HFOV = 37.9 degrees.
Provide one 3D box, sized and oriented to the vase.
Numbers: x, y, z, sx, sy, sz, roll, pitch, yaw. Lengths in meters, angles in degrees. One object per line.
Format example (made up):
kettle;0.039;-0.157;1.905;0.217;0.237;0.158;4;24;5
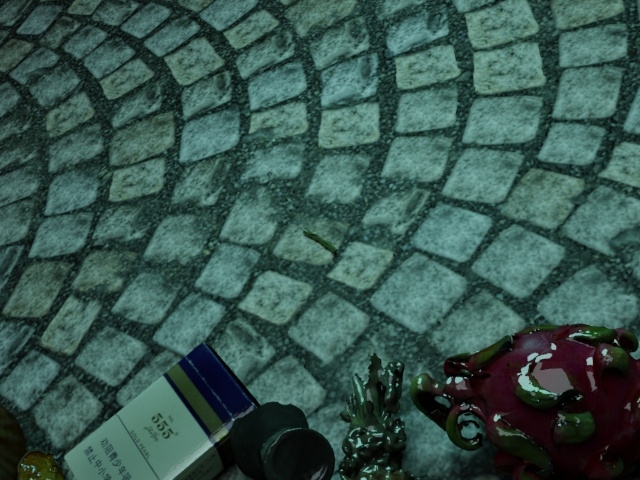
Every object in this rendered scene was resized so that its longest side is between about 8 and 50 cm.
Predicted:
vase;-0.042;0.254;1.113;0.115;0.115;0.237;-42;3;-12

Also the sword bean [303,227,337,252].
sword bean;0.000;0.000;1.469;0.012;0.012;0.083;-44;46;-14

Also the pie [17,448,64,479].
pie;-0.377;0.354;1.295;0.033;0.088;0.191;-50;45;12

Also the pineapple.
pineapple;0.069;0.296;1.082;0.175;0.175;0.361;-10;46;19

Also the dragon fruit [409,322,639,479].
dragon fruit;0.263;0.188;1.076;0.273;0.198;0.218;-5;57;55

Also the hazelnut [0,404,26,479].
hazelnut;-0.513;0.326;1.313;0.186;0.210;0.210;-5;50;19

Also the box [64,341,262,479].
box;-0.210;0.278;1.291;0.259;0.071;0.168;-38;46;-9
